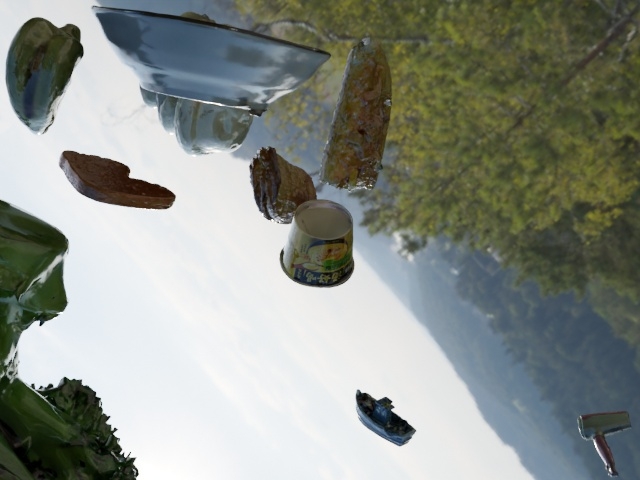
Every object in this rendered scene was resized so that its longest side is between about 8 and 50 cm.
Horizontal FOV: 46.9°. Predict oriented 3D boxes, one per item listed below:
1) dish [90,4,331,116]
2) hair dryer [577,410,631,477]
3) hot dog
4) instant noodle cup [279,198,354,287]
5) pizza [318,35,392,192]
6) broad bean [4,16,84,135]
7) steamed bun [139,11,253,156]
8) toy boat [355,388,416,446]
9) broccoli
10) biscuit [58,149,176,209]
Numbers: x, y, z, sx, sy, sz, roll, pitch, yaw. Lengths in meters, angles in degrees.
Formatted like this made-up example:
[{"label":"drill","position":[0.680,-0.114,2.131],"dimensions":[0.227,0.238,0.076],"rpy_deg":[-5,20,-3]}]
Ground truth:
[{"label":"dish","position":[-0.149,-0.234,0.984],"dimensions":[0.316,0.106,0.316],"rpy_deg":[12,-167,-3]},{"label":"hair dryer","position":[0.615,0.437,1.575],"dimensions":[0.154,0.106,0.054],"rpy_deg":[-79,-33,-46]},{"label":"hot dog","position":[-0.104,-0.133,1.879],"dimensions":[0.259,0.114,0.175],"rpy_deg":[33,-135,-63]},{"label":"instant noodle cup","position":[0.000,0.000,1.423],"dimensions":[0.151,0.151,0.122],"rpy_deg":[51,146,37]},{"label":"pizza","position":[0.087,-0.220,1.349],"dimensions":[0.087,0.269,0.258],"rpy_deg":[14,-171,11]},{"label":"broad bean","position":[-0.343,-0.209,0.937],"dimensions":[0.072,0.153,0.206],"rpy_deg":[24,176,-12]},{"label":"steamed bun","position":[-0.309,-0.377,1.776],"dimensions":[0.339,0.247,0.353],"rpy_deg":[-159,66,-65]},{"label":"toy boat","position":[0.111,0.311,1.316],"dimensions":[0.060,0.061,0.137],"rpy_deg":[-9,-153,-40]},{"label":"broccoli","position":[-0.240,0.114,0.466],"dimensions":[0.297,0.297,0.297],"rpy_deg":[29,-172,-4]},{"label":"biscuit","position":[-0.375,-0.107,1.361],"dimensions":[0.186,0.036,0.192],"rpy_deg":[5,-155,-39]}]
